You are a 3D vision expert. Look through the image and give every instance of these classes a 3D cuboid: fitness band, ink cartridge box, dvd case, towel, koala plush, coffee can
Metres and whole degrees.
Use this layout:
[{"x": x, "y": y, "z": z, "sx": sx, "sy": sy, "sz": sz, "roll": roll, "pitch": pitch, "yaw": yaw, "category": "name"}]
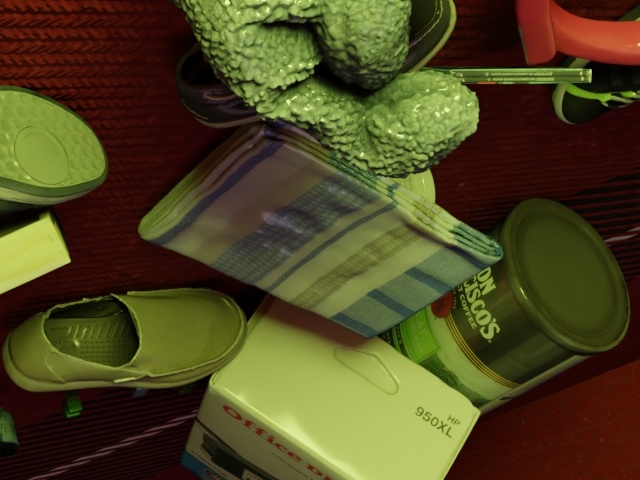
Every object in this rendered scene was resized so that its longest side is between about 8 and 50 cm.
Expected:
[{"x": 0.244, "y": -0.199, "z": 0.870, "sx": 0.208, "sy": 0.054, "sz": 0.291, "roll": -9, "pitch": 163, "yaw": 10, "category": "fitness band"}, {"x": -0.007, "y": 0.250, "z": 1.510, "sx": 0.166, "sy": 0.285, "sz": 0.395, "roll": -55, "pitch": 176, "yaw": -26, "category": "ink cartridge box"}, {"x": 0.148, "y": -0.136, "z": 0.978, "sx": 0.119, "sy": 0.013, "sz": 0.087, "roll": -1, "pitch": -170, "yaw": -13, "category": "dvd case"}, {"x": 0.000, "y": 0.000, "z": 1.085, "sx": 0.285, "sy": 0.034, "sz": 0.209, "roll": 27, "pitch": 137, "yaw": -29, "category": "towel"}, {"x": 0.046, "y": -0.172, "z": 0.622, "sx": 0.221, "sy": 0.196, "sz": 0.203, "roll": -29, "pitch": 150, "yaw": 35, "category": "koala plush"}, {"x": 0.217, "y": 0.100, "z": 1.500, "sx": 0.201, "sy": 0.202, "sz": 0.275, "roll": -3, "pitch": 154, "yaw": -41, "category": "coffee can"}]

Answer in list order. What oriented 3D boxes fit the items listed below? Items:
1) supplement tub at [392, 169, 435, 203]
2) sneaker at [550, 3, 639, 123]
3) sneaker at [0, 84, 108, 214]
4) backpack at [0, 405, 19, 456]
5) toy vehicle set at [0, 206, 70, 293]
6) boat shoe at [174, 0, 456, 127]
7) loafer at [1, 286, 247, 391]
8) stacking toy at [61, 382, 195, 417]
[{"x": 0.047, "y": -0.043, "z": 1.140, "sx": 0.107, "sy": 0.071, "sz": 0.071, "roll": -13, "pitch": 160, "yaw": -23, "category": "supplement tub"}, {"x": 0.298, "y": -0.152, "z": 1.056, "sx": 0.084, "sy": 0.097, "sz": 0.234, "roll": -5, "pitch": 156, "yaw": -37, "category": "sneaker"}, {"x": -0.273, "y": -0.034, "z": 0.821, "sx": 0.226, "sy": 0.086, "sz": 0.163, "roll": -6, "pitch": 161, "yaw": -47, "category": "sneaker"}, {"x": -0.410, "y": 0.216, "z": 1.356, "sx": 0.105, "sy": 0.084, "sz": 0.114, "roll": -21, "pitch": 166, "yaw": 0, "category": "backpack"}, {"x": -0.317, "y": 0.041, "z": 0.879, "sx": 0.266, "sy": 0.035, "sz": 0.166, "roll": -25, "pitch": -166, "yaw": -8, "category": "toy vehicle set"}, {"x": -0.005, "y": -0.134, "z": 0.835, "sx": 0.206, "sy": 0.075, "sz": 0.065, "roll": -18, "pitch": 165, "yaw": 8, "category": "boat shoe"}, {"x": -0.191, "y": 0.103, "z": 1.248, "sx": 0.268, "sy": 0.102, "sz": 0.092, "roll": -9, "pitch": 164, "yaw": -29, "category": "loafer"}, {"x": -0.217, "y": 0.151, "z": 1.441, "sx": 0.166, "sy": 0.052, "sz": 0.221, "roll": -9, "pitch": 160, "yaw": -25, "category": "stacking toy"}]
